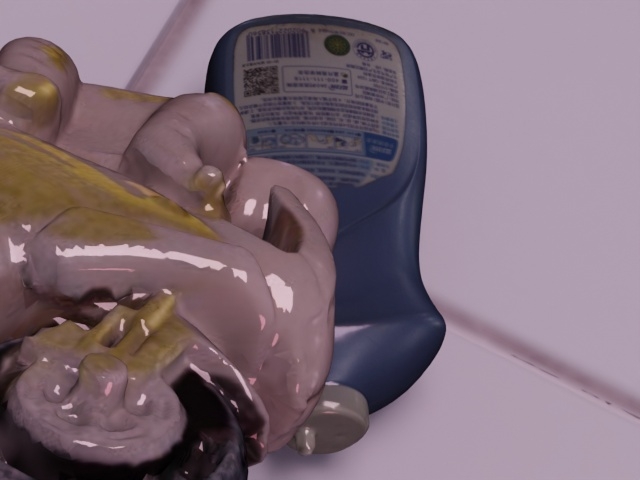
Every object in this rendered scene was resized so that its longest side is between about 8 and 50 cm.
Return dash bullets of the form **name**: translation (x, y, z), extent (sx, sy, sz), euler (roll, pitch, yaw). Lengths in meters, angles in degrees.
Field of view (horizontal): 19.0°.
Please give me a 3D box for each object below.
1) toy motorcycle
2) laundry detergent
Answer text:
- **toy motorcycle**: translation (-0.103, -0.009, 0.681), extent (0.223, 0.108, 0.341), euler (-15, 39, -41)
- **laundry detergent**: translation (0.000, -0.001, 0.784), extent (0.097, 0.061, 0.206), euler (10, 52, -16)
